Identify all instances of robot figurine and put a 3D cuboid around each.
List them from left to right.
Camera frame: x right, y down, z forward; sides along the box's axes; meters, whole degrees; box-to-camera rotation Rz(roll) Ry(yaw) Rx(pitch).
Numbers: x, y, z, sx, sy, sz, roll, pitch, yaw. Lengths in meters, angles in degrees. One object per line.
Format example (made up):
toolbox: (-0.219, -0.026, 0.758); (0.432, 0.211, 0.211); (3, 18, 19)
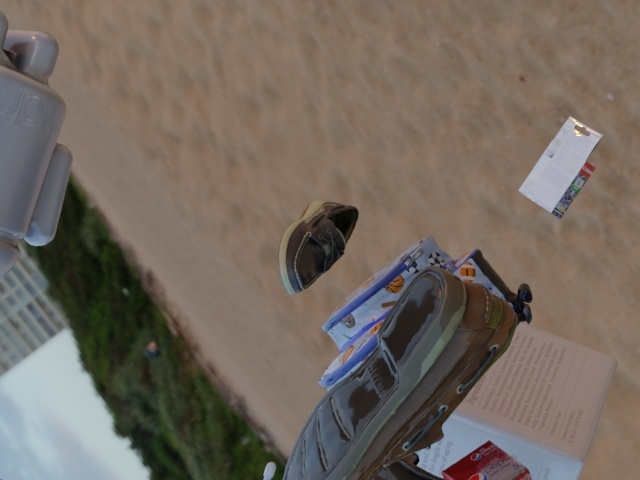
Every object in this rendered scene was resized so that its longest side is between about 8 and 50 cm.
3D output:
robot figurine: (-0.418, -0.088, 1.285); (0.300, 0.354, 0.199); (20, 174, -43)

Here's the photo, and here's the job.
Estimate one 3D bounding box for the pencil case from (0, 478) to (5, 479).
pencil case: (-0.454, 0.513, 1.917); (0.410, 0.160, 0.183); (14, 152, 18)

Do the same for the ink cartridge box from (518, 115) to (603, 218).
ink cartridge box: (0.306, -0.092, 1.406); (0.029, 0.115, 0.063); (25, -168, -45)

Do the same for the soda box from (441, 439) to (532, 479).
soda box: (0.248, 0.401, 1.493); (0.092, 0.083, 0.263); (31, 144, 56)

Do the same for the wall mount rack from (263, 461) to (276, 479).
wall mount rack: (-0.147, 0.580, 2.026); (0.130, 0.350, 0.304); (-4, 111, 44)

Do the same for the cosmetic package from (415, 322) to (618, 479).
cosmetic package: (0.294, 0.355, 2.090); (0.393, 0.327, 0.329); (21, 125, 14)

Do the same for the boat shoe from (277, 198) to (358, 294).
boat shoe: (0.000, 0.001, 1.605); (0.223, 0.073, 0.080); (-59, -44, -59)

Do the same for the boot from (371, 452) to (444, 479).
boot: (0.148, 0.389, 1.642); (0.219, 0.106, 0.082); (36, 168, 25)

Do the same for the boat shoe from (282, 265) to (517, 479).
boat shoe: (0.076, 0.169, 1.092); (0.104, 0.307, 0.111); (24, -152, -24)

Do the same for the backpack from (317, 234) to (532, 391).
backpack: (0.121, 0.138, 1.544); (0.213, 0.263, 0.276); (41, 155, 7)
